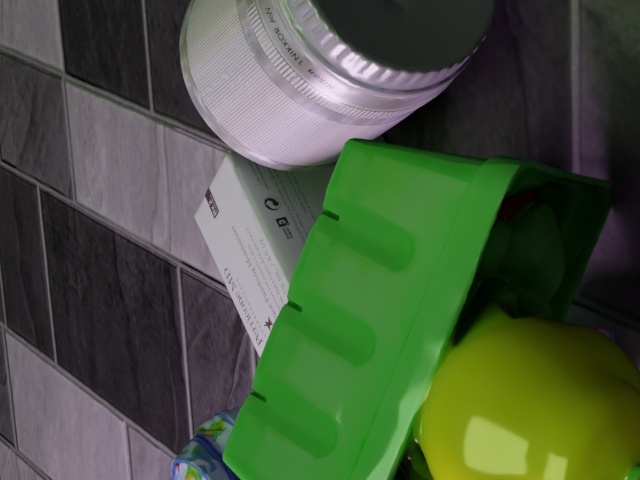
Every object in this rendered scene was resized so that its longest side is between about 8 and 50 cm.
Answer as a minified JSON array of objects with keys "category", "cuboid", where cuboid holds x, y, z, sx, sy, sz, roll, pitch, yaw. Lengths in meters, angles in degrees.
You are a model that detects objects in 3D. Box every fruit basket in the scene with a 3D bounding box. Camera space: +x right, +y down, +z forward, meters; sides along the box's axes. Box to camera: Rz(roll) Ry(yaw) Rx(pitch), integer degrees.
[{"category":"fruit basket","cuboid":[0.141,0.120,1.425,0.392,0.283,0.392,-2,86,27]}]

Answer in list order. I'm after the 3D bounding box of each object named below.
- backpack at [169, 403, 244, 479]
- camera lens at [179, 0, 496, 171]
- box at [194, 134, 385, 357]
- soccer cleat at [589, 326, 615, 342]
[{"category":"backpack","cuboid":[-0.012,0.332,1.926,0.290,0.273,0.356,100,161,-70]},{"category":"camera lens","cuboid":[0.010,-0.198,1.657,0.274,0.219,0.219,-32,74,60]},{"category":"box","cuboid":[0.000,0.000,1.798,0.181,0.181,0.119,63,148,22]},{"category":"soccer cleat","cuboid":[0.192,0.132,1.643,0.248,0.083,0.095,-15,59,66]}]
